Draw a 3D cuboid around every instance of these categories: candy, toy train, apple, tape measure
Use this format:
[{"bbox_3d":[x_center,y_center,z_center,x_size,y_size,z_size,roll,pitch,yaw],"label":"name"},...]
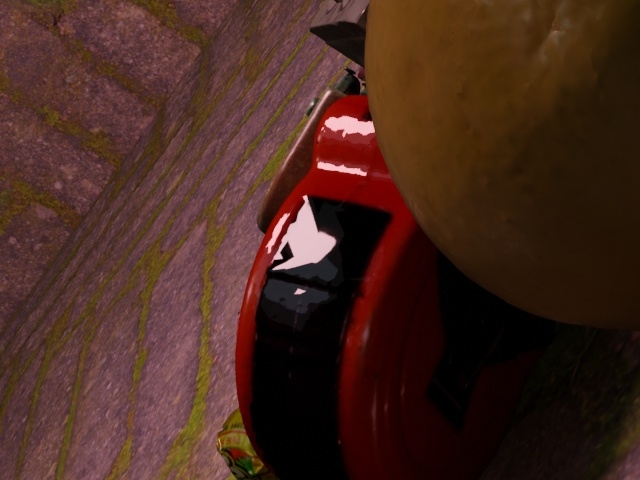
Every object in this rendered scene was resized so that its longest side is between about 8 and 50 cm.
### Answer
[{"bbox_3d":[-0.007,0.110,1.338,0.077,0.073,0.262,-9,40,45],"label":"candy"},{"bbox_3d":[0.038,-0.040,1.188,0.159,0.129,0.326,-61,-5,4],"label":"toy train"},{"bbox_3d":[0.169,-0.097,0.755,0.292,0.292,0.254,-63,2,-22],"label":"apple"},{"bbox_3d":[0.058,0.052,0.940,0.114,0.253,0.260,12,70,32],"label":"tape measure"}]

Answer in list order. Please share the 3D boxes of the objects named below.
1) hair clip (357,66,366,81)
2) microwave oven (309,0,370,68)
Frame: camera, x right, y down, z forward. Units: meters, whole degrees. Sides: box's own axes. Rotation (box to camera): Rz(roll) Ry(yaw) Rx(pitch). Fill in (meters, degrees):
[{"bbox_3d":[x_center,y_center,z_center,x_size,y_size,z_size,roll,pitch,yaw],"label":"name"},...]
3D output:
[{"bbox_3d":[0.097,-0.267,1.774,0.187,0.056,0.146,-56,14,37],"label":"hair clip"},{"bbox_3d":[0.163,-0.229,1.136,0.295,0.237,0.181,-58,14,-2],"label":"microwave oven"}]
